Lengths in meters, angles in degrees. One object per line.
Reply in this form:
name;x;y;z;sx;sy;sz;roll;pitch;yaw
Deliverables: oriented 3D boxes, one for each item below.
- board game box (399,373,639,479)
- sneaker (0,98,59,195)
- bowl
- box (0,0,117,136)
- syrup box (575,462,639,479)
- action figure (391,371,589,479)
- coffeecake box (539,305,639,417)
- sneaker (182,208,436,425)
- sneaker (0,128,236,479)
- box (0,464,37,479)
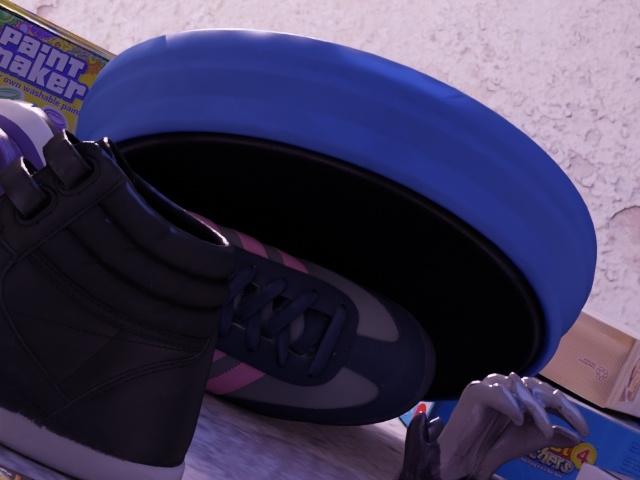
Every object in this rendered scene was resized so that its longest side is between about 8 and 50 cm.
board game box;0.207;0.167;1.481;0.308;0.086;0.302;25;4;-12
sneaker;-0.273;-0.040;0.954;0.124;0.107;0.283;-21;17;-38
bowl;0.000;0.000;1.166;0.391;0.077;0.391;16;-28;9
box;-0.270;-0.109;1.395;0.290;0.177;0.279;25;3;-28
syrup box;0.224;0.207;0.945;0.096;0.093;0.237;29;5;42
action figure;0.082;0.138;0.570;0.164;0.141;0.276;35;-1;-32
coffeecake box;0.247;0.101;1.451;0.142;0.068;0.185;28;4;35
sneaker;-0.075;0.042;1.058;0.319;0.112;0.131;18;-8;1
sneaker;-0.173;-0.002;0.747;0.296;0.147;0.104;24;6;-12
box;-0.095;0.112;0.470;0.184;0.045;0.190;23;5;-9
